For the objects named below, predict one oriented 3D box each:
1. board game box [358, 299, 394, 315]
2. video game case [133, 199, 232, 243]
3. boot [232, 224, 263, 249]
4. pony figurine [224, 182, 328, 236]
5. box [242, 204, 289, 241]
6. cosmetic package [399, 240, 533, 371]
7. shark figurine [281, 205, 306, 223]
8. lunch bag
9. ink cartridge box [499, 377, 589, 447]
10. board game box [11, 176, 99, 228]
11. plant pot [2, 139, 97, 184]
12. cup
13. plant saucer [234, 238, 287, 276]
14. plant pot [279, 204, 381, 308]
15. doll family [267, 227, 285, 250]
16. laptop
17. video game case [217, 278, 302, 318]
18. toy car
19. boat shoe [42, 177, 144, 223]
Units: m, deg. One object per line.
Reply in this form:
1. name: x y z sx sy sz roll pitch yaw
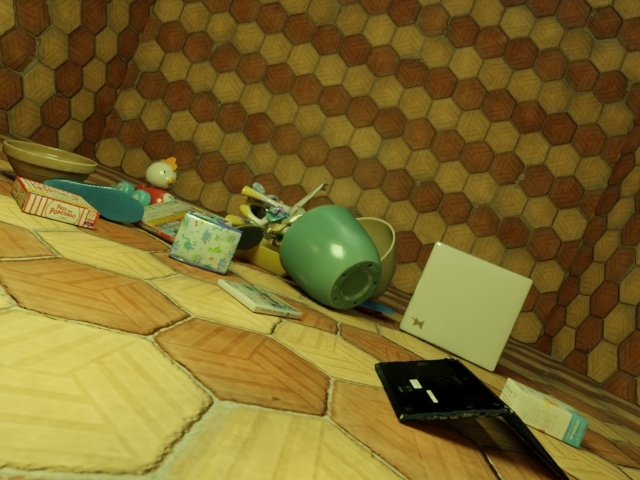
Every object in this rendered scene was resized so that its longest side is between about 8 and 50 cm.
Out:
1. board game box: 0.181 0.247 1.465 0.168 0.033 0.133 16 6 -5
2. video game case: -0.453 -0.064 1.293 0.285 0.025 0.204 20 28 30
3. boot: -0.332 -0.023 1.376 0.236 0.085 0.178 -13 24 -41
4. pony figurine: -0.151 -0.096 1.640 0.363 0.303 0.351 26 39 5
5. box: -0.210 -0.036 2.003 0.312 0.179 0.343 22 -6 -3
6. cosmetic package: 0.512 0.223 1.498 0.327 0.330 0.393 24 3 16
7. shark figurine: 0.000 -0.006 1.426 0.166 0.116 0.278 21 -13 40
8. lunch bag: -0.296 0.006 1.065 0.151 0.129 0.096 22 2 -7
9. ink cartridge box: 0.467 0.367 0.899 0.181 0.062 0.104 23 1 11
10. board game box: -0.639 -0.091 0.979 0.193 0.045 0.146 24 2 43
11. plant pot: -0.806 -0.211 1.214 0.237 0.110 0.237 17 10 -3
12. cup: 0.156 0.103 1.601 0.331 0.331 0.237 25 -34 48
13. plant saucer: -0.199 0.058 1.573 0.332 0.081 0.333 24 2 14
14. plant pot: 0.051 0.072 1.270 0.293 0.293 0.235 21 19 -41
15. doll family: -0.102 0.022 1.401 0.111 0.076 0.193 18 -4 37
16. laptop: 0.243 0.306 0.705 0.264 0.137 0.234 -3 2 -2
17. video game case: -0.141 0.135 0.938 0.157 0.019 0.143 23 1 44
18. toy car: -0.608 -0.211 1.556 0.210 0.238 0.219 24 -4 31
19. boat shoe: -0.637 -0.126 1.161 0.258 0.109 0.089 24 -3 -31
